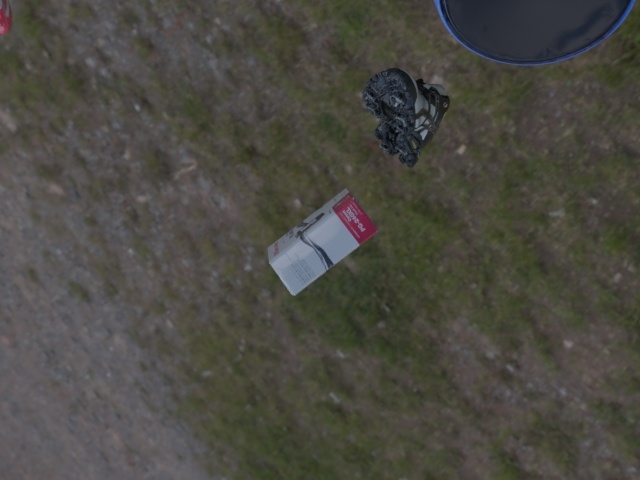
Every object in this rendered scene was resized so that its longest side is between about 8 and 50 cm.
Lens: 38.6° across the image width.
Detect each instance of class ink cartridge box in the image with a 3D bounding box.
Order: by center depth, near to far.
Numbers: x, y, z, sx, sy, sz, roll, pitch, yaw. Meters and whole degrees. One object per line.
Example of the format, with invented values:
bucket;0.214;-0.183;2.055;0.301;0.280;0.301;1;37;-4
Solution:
ink cartridge box;0.000;0.000;1.292;0.063;0.150;0.109;52;-177;-11

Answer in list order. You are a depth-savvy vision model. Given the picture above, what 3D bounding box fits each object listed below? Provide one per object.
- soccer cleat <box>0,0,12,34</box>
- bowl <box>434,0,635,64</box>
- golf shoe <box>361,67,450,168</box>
soccer cleat;-0.409;-0.330;0.997;0.083;0.095;0.248;4;150;26
bowl;0.398;-0.482;1.681;0.391;0.077;0.391;3;143;3
golf shoe;0.106;-0.166;1.081;0.077;0.094;0.198;40;172;15
